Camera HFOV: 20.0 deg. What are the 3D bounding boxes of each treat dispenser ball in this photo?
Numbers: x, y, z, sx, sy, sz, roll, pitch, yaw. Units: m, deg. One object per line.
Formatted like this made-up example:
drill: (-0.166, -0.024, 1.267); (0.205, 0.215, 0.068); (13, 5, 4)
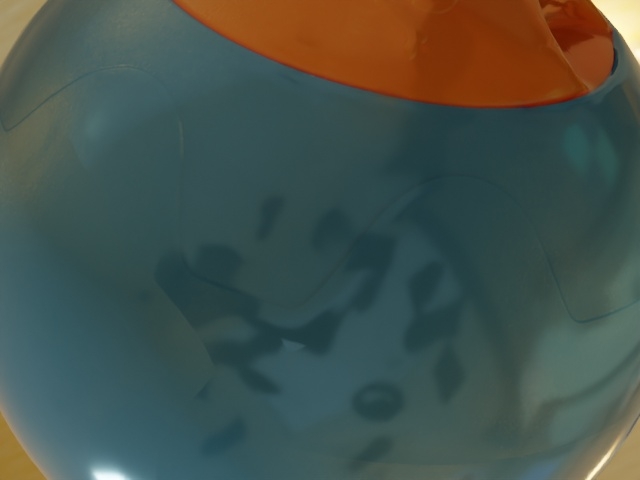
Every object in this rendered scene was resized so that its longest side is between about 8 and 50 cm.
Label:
treat dispenser ball: (0.000, 0.000, 0.732); (0.288, 0.288, 0.288); (50, -156, -31)
